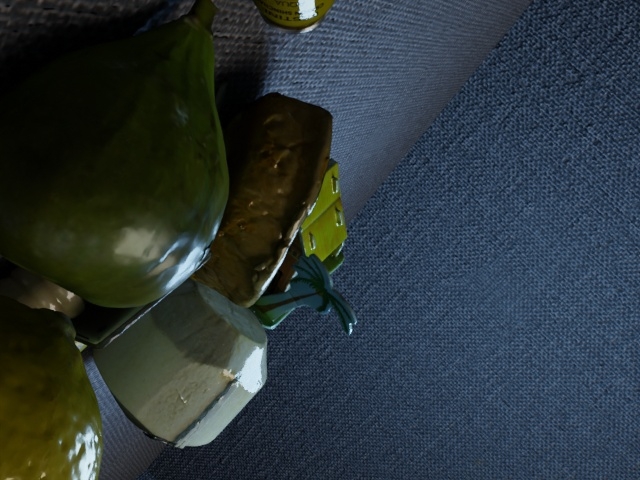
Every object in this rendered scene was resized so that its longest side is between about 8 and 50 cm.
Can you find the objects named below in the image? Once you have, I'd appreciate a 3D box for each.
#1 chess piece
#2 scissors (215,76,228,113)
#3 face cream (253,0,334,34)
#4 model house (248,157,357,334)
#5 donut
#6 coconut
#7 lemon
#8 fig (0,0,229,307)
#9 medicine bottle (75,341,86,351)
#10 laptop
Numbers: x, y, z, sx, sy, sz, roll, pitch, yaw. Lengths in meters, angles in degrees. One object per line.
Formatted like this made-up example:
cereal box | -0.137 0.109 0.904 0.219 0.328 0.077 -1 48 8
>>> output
chess piece | -0.326 0.058 0.902 0.307 0.138 0.124 -39 134 -23
scissors | -0.178 -0.127 1.074 0.109 0.022 0.300 -44 171 -41
face cream | -0.027 -0.304 0.715 0.105 0.105 0.349 -45 172 -11
model house | 0.000 0.000 1.489 0.300 0.340 0.324 -41 166 -43
donut | -0.098 -0.069 1.061 0.330 0.159 0.330 -60 -170 18
coconut | -0.266 0.225 1.394 0.323 0.323 0.323 -45 171 -9
lemon | -0.372 0.207 0.688 0.336 0.336 0.336 -45 171 -9
fig | -0.162 -0.075 0.688 0.314 0.233 0.233 -37 168 -24
medicine bottle | -0.377 0.136 1.148 0.218 0.074 0.074 -45 172 -23
laptop | -0.274 0.063 0.998 0.187 0.015 0.269 -41 -155 -28
